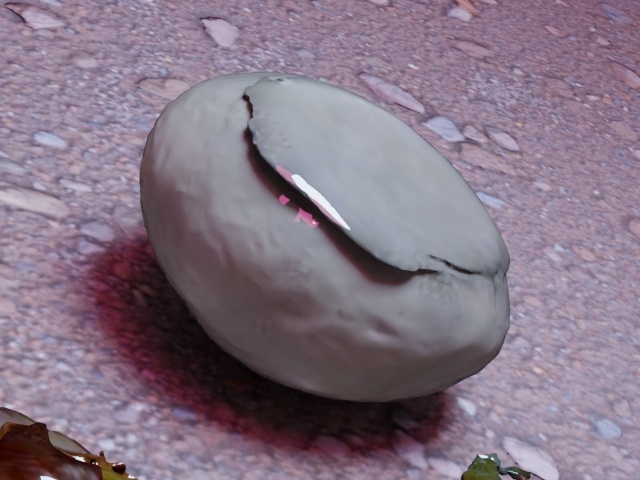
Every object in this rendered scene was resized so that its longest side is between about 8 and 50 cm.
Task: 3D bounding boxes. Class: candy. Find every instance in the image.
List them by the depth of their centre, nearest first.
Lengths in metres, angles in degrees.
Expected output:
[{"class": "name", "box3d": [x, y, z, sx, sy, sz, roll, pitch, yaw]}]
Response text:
[{"class": "candy", "box3d": [0.000, 0.000, 1.040, 0.295, 0.185, 0.295, 33, 26, -18]}]

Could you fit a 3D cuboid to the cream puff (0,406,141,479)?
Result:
[{"class": "cream puff", "box3d": [-0.131, 0.224, 0.514, 0.350, 0.228, 0.350, 39, 40, -44]}]

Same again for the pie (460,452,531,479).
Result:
[{"class": "pie", "box3d": [0.094, 0.247, 0.815, 0.371, 0.078, 0.296, -3, 41, -39]}]
